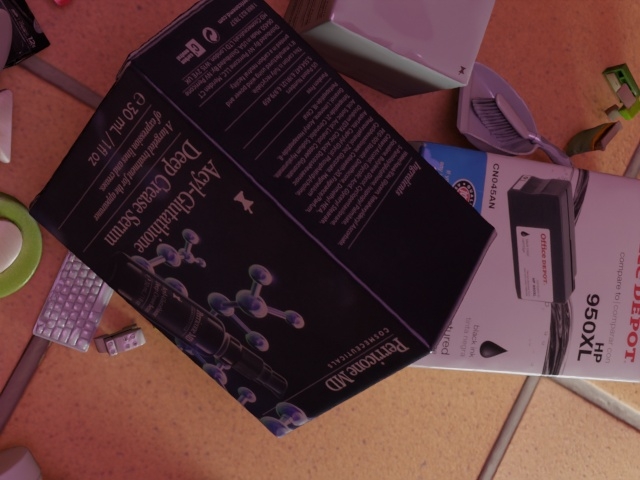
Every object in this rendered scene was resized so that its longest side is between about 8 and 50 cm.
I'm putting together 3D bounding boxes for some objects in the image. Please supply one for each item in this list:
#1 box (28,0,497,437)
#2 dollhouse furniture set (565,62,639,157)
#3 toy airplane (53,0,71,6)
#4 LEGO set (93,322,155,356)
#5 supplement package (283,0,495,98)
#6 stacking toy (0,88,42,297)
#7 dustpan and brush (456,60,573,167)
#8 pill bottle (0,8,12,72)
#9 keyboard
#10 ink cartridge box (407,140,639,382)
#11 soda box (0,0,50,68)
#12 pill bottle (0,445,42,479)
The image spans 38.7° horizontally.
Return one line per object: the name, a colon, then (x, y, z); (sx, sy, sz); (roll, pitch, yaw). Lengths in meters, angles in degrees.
box: (-0.067, -0.022, 0.999); (0.395, 0.293, 0.212); (43, 46, -7)
dollhouse furniture set: (0.415, -0.193, 1.345); (0.152, 0.076, 0.059); (-45, 109, -23)
toy airplane: (-0.325, -0.360, 1.084); (0.151, 0.028, 0.151); (-2, 95, -21)
LEGO set: (-0.173, 0.070, 1.132); (0.227, 0.093, 0.087); (-19, 100, -18)
supplement package: (0.081, -0.289, 1.146); (0.194, 0.203, 0.149); (21, 86, -21)
stacking toy: (-0.438, -0.028, 0.977); (0.279, 0.130, 0.309); (-11, 107, -26)
dustpan and brush: (0.281, -0.154, 1.286); (0.211, 0.060, 0.147); (39, 45, -32)
pill bottle: (-0.435, -0.233, 0.982); (0.180, 0.108, 0.108); (16, 87, 0)
keyboard: (-0.273, 0.010, 1.134); (0.072, 0.014, 0.256); (25, 85, -20)
ink cartridge box: (0.262, 0.034, 1.252); (0.394, 0.166, 0.286); (7, 91, -21)
soda box: (-0.384, -0.284, 1.043); (0.060, 0.053, 0.169); (-24, 104, 17)
pill bottle: (-0.332, 0.385, 1.062); (0.152, 0.152, 0.272); (-28, 102, -16)
